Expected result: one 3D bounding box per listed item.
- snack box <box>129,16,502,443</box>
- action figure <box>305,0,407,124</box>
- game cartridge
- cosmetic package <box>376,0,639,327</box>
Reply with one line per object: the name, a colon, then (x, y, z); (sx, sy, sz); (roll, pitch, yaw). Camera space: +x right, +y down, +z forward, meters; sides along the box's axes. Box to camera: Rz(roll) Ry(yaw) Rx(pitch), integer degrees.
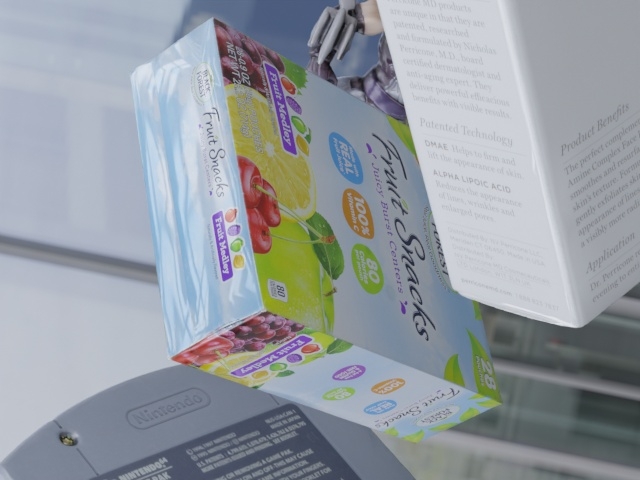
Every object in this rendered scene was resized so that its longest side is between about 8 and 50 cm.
snack box: (0.000, 0.000, 0.921); (0.207, 0.070, 0.174); (25, -134, -48)
action figure: (0.038, -0.097, 1.288); (0.285, 0.185, 0.099); (-37, 29, 33)
game cartridge: (-0.071, 0.173, 1.144); (0.297, 0.198, 0.062); (-15, -39, -48)
cosmetic package: (0.095, -0.091, 0.730); (0.117, 0.085, 0.231); (-33, -60, -31)
